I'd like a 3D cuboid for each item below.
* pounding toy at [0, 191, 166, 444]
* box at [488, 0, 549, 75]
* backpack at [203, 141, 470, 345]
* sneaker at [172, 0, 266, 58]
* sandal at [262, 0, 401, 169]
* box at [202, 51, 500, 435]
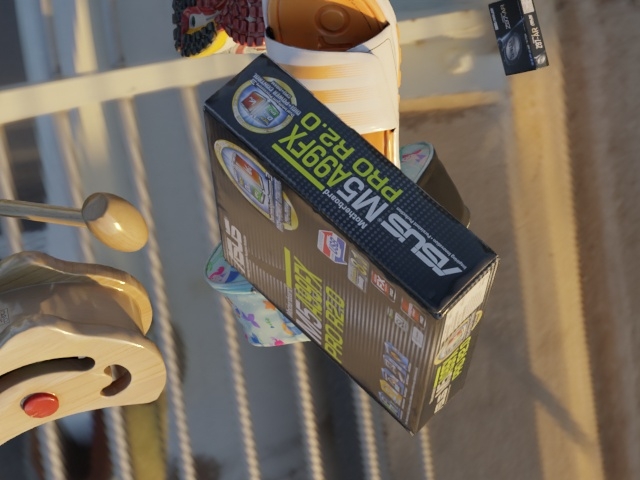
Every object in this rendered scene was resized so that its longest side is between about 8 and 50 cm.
[{"bbox_3d":[-0.221,0.061,1.266,0.269,0.154,0.155,-34,50,19],"label":"pounding toy"},{"bbox_3d":[0.216,-0.225,1.720,0.018,0.067,0.083,-17,97,-23],"label":"box"},{"bbox_3d":[0.000,0.000,1.660,0.253,0.225,0.191,-15,122,43],"label":"backpack"},{"bbox_3d":[-0.049,-0.216,1.437,0.225,0.092,0.088,2,97,57],"label":"sneaker"},{"bbox_3d":[0.019,-0.089,1.227,0.102,0.076,0.265,-6,124,10],"label":"sandal"},{"bbox_3d":[0.017,0.013,1.128,0.216,0.270,0.060,42,72,15],"label":"box"}]
